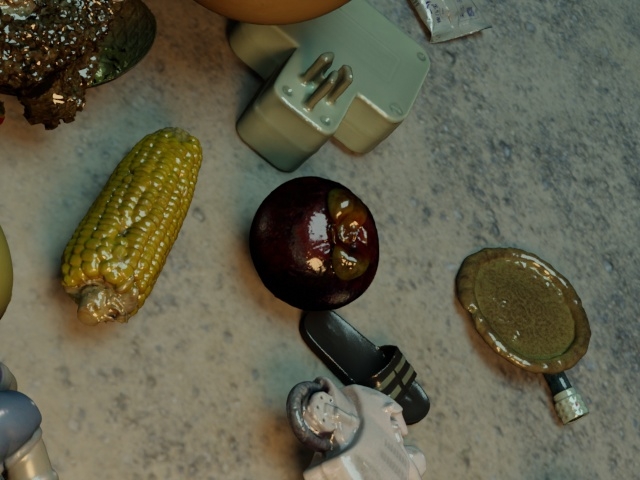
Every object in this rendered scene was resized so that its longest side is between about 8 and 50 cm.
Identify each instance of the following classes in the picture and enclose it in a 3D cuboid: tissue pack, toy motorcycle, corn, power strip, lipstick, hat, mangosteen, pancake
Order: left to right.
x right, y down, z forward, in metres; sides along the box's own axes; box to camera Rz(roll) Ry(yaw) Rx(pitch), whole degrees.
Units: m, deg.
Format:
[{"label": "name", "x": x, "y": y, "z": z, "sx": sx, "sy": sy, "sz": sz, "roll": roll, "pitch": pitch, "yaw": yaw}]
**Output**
[{"label": "hat", "x": -0.239, "y": -0.195, "z": 1.365, "sx": 0.146, "sy": 0.067, "sz": 0.146, "roll": -5, "pitch": 52, "yaw": 7}, {"label": "corn", "x": -0.186, "y": -0.019, "z": 1.267, "sx": 0.097, "sy": 0.097, "sz": 0.262, "roll": 34, "pitch": 47, "yaw": -16}, {"label": "mangosteen", "x": 0.000, "y": 0.000, "z": 1.359, "sx": 0.152, "sy": 0.152, "sz": 0.152, "roll": 19, "pitch": 53, "yaw": -27}, {"label": "power strip", "x": 0.010, "y": -0.213, "z": 1.512, "sx": 0.229, "sy": 0.141, "sz": 0.261, "roll": 38, "pitch": 44, "yaw": -10}, {"label": "toy motorcycle", "x": 0.060, "y": 0.249, "z": 1.285, "sx": 0.171, "sy": 0.110, "sz": 0.260, "roll": -21, "pitch": 82, "yaw": -55}, {"label": "tissue pack", "x": 0.156, "y": -0.370, "z": 1.793, "sx": 0.122, "sy": 0.026, "sz": 0.193, "roll": -19, "pitch": 76, "yaw": -42}, {"label": "pancake", "x": 0.253, "y": 0.082, "z": 1.568, "sx": 0.199, "sy": 0.021, "sz": 0.199, "roll": 18, "pitch": 44, "yaw": -18}, {"label": "lipstick", "x": 0.290, "y": 0.168, "z": 1.555, "sx": 0.037, "sy": 0.037, "sz": 0.116, "roll": -5, "pitch": 62, "yaw": -39}]

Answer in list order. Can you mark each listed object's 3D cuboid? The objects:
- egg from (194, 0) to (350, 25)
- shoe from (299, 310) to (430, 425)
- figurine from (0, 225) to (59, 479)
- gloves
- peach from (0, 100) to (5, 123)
[{"label": "egg", "x": -0.045, "y": -0.395, "z": 1.379, "sx": 0.301, "sy": 0.301, "sz": 0.374, "roll": 39, "pitch": 30, "yaw": -11}, {"label": "shoe", "x": 0.057, "y": 0.134, "z": 1.386, "sx": 0.179, "sy": 0.049, "sz": 0.071, "roll": 42, "pitch": 47, "yaw": -8}, {"label": "figurine", "x": -0.302, "y": 0.077, "z": 1.052, "sx": 0.224, "sy": 0.205, "sz": 0.382, "roll": -41, "pitch": 99, "yaw": -38}, {"label": "gloves", "x": -0.294, "y": -0.230, "z": 1.268, "sx": 0.210, "sy": 0.135, "sz": 0.312, "roll": 34, "pitch": 40, "yaw": 5}, {"label": "peach", "x": -0.356, "y": -0.134, "z": 1.237, "sx": 0.083, "sy": 0.050, "sz": 0.077, "roll": 35, "pitch": 17, "yaw": -34}]
